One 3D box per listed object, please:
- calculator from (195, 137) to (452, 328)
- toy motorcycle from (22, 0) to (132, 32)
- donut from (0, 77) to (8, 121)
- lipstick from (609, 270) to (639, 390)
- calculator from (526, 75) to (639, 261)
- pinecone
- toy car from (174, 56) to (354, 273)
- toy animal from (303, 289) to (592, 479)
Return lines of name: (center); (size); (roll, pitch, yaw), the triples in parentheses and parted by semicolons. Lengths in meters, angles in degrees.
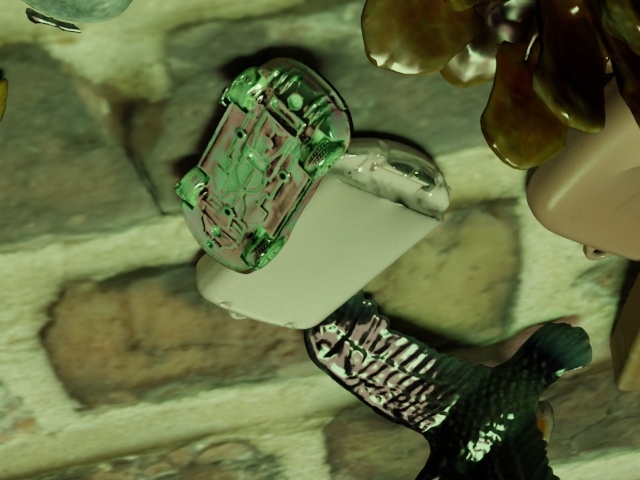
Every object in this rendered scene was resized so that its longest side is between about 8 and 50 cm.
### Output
calculator: (0.000, 0.000, 1.034); (0.100, 0.032, 0.175); (20, 133, -37)
toy motorcycle: (-0.166, -0.202, 0.641); (0.275, 0.127, 0.205); (18, 133, -26)
donut: (-0.310, 0.000, 0.868); (0.295, 0.112, 0.151); (0, 140, -16)
lipstick: (0.228, 0.060, 1.151); (0.045, 0.045, 0.145); (-5, 157, -1)
calculator: (0.272, -0.075, 1.011); (0.220, 0.048, 0.329); (13, 139, -34)
pinecone: (0.137, -0.135, 0.763); (0.202, 0.201, 0.229); (-3, 120, -38)
toy car: (-0.030, -0.042, 0.947); (0.055, 0.069, 0.142); (-36, 166, -45)
toy animal: (0.111, 0.148, 1.175); (0.160, 0.272, 0.197); (-31, 157, -44)
